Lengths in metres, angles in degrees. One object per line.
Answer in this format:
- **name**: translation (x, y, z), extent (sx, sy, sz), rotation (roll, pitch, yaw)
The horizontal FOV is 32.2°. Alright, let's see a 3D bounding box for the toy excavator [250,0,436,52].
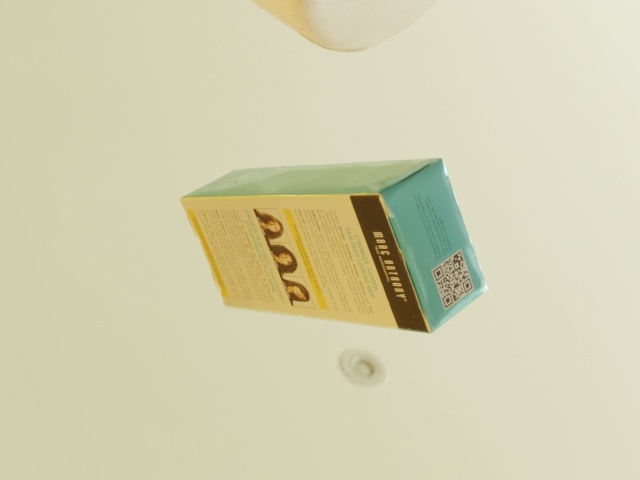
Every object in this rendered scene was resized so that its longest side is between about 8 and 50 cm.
- **toy excavator**: translation (0.078, -0.301, 0.275), extent (0.222, 0.433, 0.445), rotation (38, 174, 23)

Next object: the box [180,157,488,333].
- **box**: translation (0.000, 0.000, 0.792), extent (0.060, 0.100, 0.244), rotation (-32, -160, -32)
